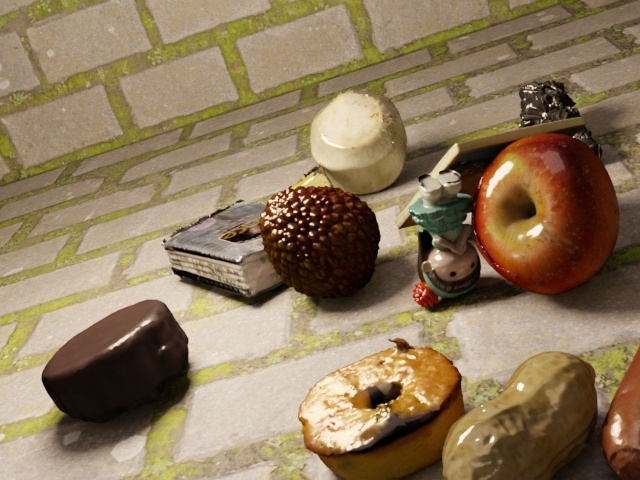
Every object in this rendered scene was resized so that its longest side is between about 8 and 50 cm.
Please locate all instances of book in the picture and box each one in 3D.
[{"bbox_3d":[0.316,-0.123,1.776,0.263,0.028,0.374,-12,-18,-17],"label":"book"}]

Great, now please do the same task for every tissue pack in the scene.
[{"bbox_3d":[-0.166,0.013,2.093,0.259,0.122,0.361,-29,22,-29],"label":"tissue pack"}]

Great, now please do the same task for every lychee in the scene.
[{"bbox_3d":[0.000,0.000,1.832,0.236,0.271,0.235,-32,46,41],"label":"lychee"}]

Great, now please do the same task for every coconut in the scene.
[{"bbox_3d":[0.101,-0.242,2.298,0.245,0.247,0.245,-5,66,12],"label":"coconut"}]

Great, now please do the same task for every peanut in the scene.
[{"bbox_3d":[0.263,0.248,1.193,0.149,0.149,0.313,7,34,47],"label":"peanut"}]

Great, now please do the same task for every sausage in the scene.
[{"bbox_3d":[0.468,0.170,1.246,0.094,0.094,0.419,8,35,31],"label":"sausage"}]

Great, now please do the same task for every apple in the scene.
[{"bbox_3d":[0.389,-0.044,1.580,0.251,0.271,0.206,-34,-23,32],"label":"apple"}]

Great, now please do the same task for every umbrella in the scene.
[{"bbox_3d":[0.545,-0.255,2.128,0.128,0.154,0.336,7,40,-14],"label":"umbrella"}]

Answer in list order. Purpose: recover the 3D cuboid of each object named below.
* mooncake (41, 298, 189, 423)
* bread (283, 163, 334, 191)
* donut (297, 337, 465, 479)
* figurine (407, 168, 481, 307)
[{"bbox_3d":[-0.386,0.233,1.750,0.283,0.141,0.283,-24,15,7],"label":"mooncake"},{"bbox_3d":[0.002,-0.097,2.181,0.127,0.147,0.152,-27,13,18],"label":"bread"},{"bbox_3d":[0.092,0.250,1.348,0.254,0.118,0.253,-14,23,6],"label":"donut"},{"bbox_3d":[0.217,-0.003,1.657,0.138,0.245,0.110,-15,27,-9],"label":"figurine"}]
